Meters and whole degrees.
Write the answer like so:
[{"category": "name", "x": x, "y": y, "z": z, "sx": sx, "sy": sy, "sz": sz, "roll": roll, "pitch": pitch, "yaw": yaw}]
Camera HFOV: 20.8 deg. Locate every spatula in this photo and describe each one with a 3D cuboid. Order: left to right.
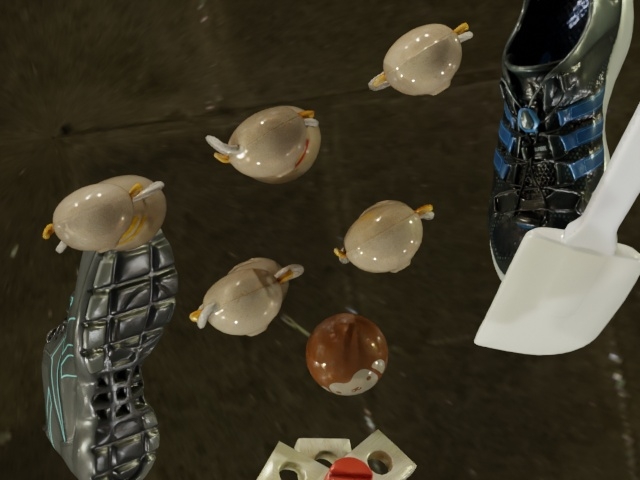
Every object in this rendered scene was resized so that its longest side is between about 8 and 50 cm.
[{"category": "spatula", "x": 0.165, "y": -0.008, "z": 0.617, "sx": 0.168, "sy": 0.242, "sz": 0.019, "roll": 15, "pitch": 55, "yaw": -3}]

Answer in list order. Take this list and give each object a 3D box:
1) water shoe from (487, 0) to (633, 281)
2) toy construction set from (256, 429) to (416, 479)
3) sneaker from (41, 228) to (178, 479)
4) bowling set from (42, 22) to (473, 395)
[{"category": "water shoe", "x": 0.121, "y": -0.068, "z": 0.971, "sx": 0.080, "sy": 0.073, "sz": 0.203, "roll": 28, "pitch": 67, "yaw": -51}, {"category": "toy construction set", "x": -0.023, "y": 0.276, "z": 1.109, "sx": 0.215, "sy": 0.151, "sz": 0.328, "roll": -17, "pitch": 138, "yaw": -28}, {"category": "sneaker", "x": -0.192, "y": 0.088, "z": 1.456, "sx": 0.101, "sy": 0.106, "sz": 0.267, "roll": -15, "pitch": 125, "yaw": -42}, {"category": "bowling set", "x": 0.000, "y": 0.000, "z": 1.073, "sx": 0.287, "sy": 0.154, "sz": 0.200, "roll": -29, "pitch": 91, "yaw": 4}]
